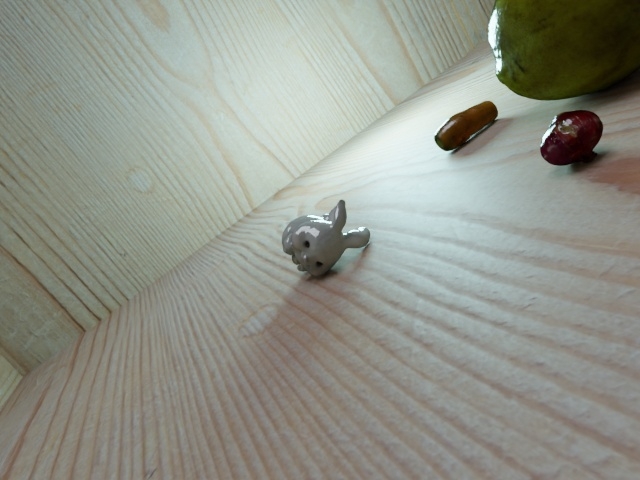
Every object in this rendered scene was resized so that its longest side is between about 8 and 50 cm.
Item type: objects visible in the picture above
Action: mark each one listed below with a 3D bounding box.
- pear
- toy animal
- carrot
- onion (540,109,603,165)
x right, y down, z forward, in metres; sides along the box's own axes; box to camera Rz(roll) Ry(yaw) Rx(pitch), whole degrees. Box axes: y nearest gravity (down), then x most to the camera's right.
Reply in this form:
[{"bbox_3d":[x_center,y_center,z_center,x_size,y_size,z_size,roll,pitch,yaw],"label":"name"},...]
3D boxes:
[{"bbox_3d":[0.569,-0.498,1.032,0.352,0.352,0.413,-41,10,-23],"label":"pear"},{"bbox_3d":[0.001,-0.005,1.111,0.178,0.128,0.193,-39,14,-24],"label":"toy animal"},{"bbox_3d":[0.412,-0.330,1.327,0.193,0.087,0.087,-37,16,-6],"label":"carrot"},{"bbox_3d":[0.435,-0.174,0.807,0.107,0.097,0.107,-31,-24,-16],"label":"onion"}]
